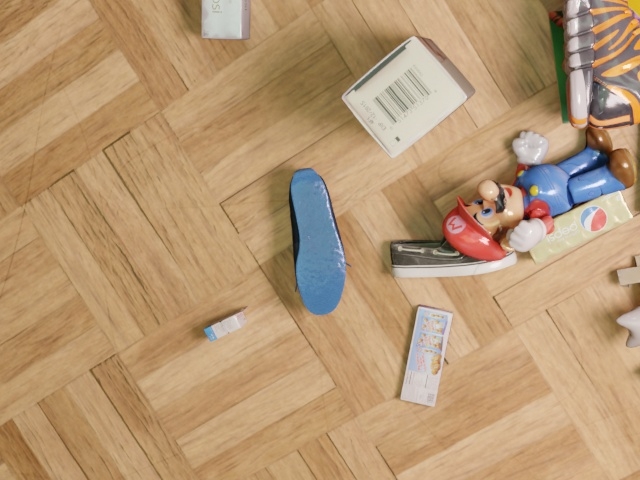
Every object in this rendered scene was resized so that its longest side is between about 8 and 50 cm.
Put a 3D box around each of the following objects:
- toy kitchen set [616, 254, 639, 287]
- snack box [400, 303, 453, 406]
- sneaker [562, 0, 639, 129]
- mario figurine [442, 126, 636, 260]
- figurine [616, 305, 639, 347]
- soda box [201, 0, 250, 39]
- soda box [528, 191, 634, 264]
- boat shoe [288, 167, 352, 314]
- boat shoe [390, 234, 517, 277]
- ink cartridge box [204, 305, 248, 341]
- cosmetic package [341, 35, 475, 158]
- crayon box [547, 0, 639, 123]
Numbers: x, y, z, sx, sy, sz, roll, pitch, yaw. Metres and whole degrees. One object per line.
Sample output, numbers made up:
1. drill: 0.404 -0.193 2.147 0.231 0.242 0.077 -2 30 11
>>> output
1. toy kitchen set: 0.545 0.079 1.833 0.068 0.075 0.083 -10 58 9
2. snack box: 0.191 0.207 1.924 0.064 0.022 0.178 12 102 9
3. sneaker: 0.466 -0.331 1.638 0.180 0.124 0.321 -2 93 9
4. mario figurine: 0.342 -0.086 1.741 0.321 0.198 0.170 -28 91 -1
5. figurine: 0.617 0.160 1.778 0.210 0.092 0.215 -25 121 19
6. soda box: -0.161 -0.456 1.846 0.074 0.069 0.216 3 101 9
7. soda box: 0.434 -0.027 1.820 0.181 0.058 0.061 -27 95 13
8. boat shoe: 0.000 0.000 1.893 0.109 0.089 0.258 -2 95 -3
9. boat shoe: 0.228 0.022 1.856 0.219 0.078 0.070 -5 100 13
10. ink cartridge box: -0.167 0.153 1.966 0.083 0.048 0.028 -26 95 14
11. cosmetic package: 0.148 -0.234 1.713 0.153 0.296 0.129 -40 90 13
12. crayon box: 0.535 -0.309 1.712 0.319 0.081 0.202 -8 82 12
